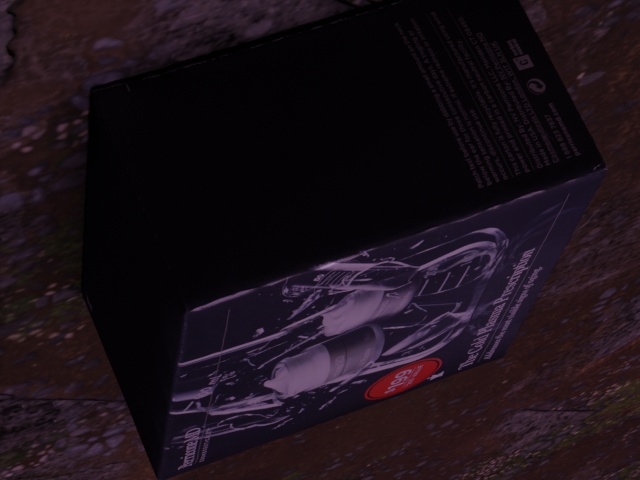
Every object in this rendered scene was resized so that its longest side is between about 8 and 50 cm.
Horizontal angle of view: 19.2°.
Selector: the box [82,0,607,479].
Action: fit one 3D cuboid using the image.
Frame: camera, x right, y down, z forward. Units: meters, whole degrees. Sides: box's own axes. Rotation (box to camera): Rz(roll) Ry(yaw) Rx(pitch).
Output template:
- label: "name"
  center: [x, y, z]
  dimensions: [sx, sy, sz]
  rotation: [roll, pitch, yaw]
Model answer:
- label: "box"
  center: [0.000, 0.000, 1.399]
  dimensions: [0.312, 0.179, 0.343]
  rotation: [-18, 158, -15]
